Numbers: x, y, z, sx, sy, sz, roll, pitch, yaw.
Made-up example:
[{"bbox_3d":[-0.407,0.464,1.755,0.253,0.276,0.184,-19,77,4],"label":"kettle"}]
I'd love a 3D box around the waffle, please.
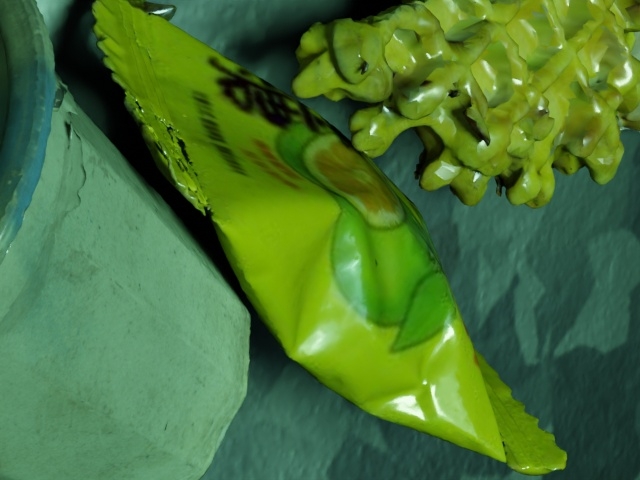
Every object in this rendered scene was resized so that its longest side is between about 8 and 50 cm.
[{"bbox_3d":[0.097,-0.159,0.850,0.259,0.069,0.293,16,73,-44],"label":"waffle"}]

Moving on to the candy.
[{"bbox_3d":[0.000,0.000,0.784,0.081,0.187,0.297,-42,126,13],"label":"candy"}]

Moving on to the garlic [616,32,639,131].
[{"bbox_3d":[0.195,-0.107,0.987,0.113,0.094,0.074,24,42,-35],"label":"garlic"}]

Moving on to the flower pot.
[{"bbox_3d":[-0.141,0.016,0.657,0.212,0.212,0.202,-63,145,-12],"label":"flower pot"}]
